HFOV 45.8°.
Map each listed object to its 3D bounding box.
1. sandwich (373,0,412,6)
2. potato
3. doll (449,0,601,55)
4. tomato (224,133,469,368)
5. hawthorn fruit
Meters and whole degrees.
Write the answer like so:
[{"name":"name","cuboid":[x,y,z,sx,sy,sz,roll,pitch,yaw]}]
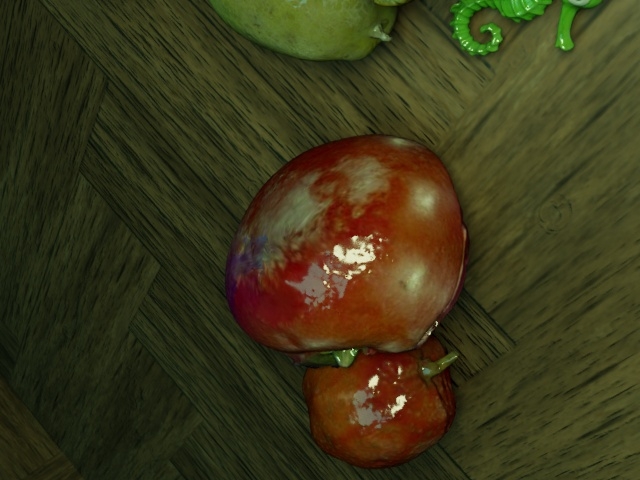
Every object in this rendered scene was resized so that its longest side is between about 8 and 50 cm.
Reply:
[{"name":"sandwich","cuboid":[-0.024,-0.318,0.707,0.254,0.099,0.288,30,-179,-24]},{"name":"potato","cuboid":[-0.022,-0.286,0.852,0.251,0.174,0.159,33,92,20]},{"name":"doll","cuboid":[0.208,-0.239,0.749,0.190,0.050,0.115,-3,106,45]},{"name":"tomato","cuboid":[-0.006,0.000,0.910,0.335,0.176,0.289,-15,65,43]},{"name":"hawthorn fruit","cuboid":[0.089,0.193,1.008,0.205,0.205,0.253,51,138,6]}]
